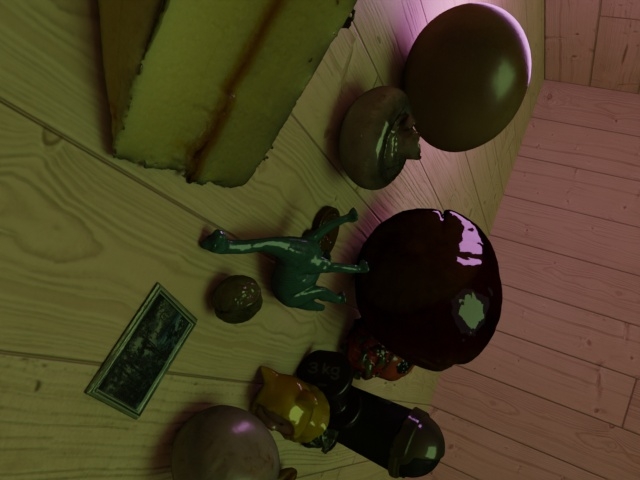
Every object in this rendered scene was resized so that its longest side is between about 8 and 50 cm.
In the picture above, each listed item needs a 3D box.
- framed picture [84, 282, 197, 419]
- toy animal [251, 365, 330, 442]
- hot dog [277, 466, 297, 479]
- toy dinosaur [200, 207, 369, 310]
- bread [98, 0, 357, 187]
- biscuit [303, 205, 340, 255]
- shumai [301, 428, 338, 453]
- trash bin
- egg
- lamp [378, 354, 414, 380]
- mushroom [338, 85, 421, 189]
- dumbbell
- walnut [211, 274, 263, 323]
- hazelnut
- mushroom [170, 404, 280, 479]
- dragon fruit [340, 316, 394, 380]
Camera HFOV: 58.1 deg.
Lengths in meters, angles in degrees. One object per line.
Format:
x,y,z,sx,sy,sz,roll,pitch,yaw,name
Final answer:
-0.262,0.172,0.876,0.183,0.011,0.142,-61,153,-23,framed picture
-0.057,0.368,1.266,0.156,0.156,0.229,-61,154,-23,toy animal
-0.129,0.624,1.380,0.250,0.068,0.100,-11,103,-65,hot dog
-0.090,0.075,1.112,0.331,0.129,0.383,-12,146,-27,toy dinosaur
-0.101,-0.222,0.714,0.346,0.242,0.404,-22,122,-55,bread
0.000,0.000,1.282,0.175,0.026,0.124,-53,148,-36,biscuit
0.003,0.524,1.561,0.099,0.087,0.123,-54,148,-31,shumai
0.208,0.585,1.731,0.214,0.334,0.214,-45,143,-48,trash bin
0.356,-0.392,1.427,0.301,0.301,0.373,-46,150,-44,egg
0.215,0.336,1.790,0.188,0.164,0.187,-23,131,-29,lamp
0.137,-0.216,1.244,0.226,0.178,0.226,20,90,-75,mushroom
0.027,0.381,1.455,0.225,0.141,0.123,76,24,-50,dumbbell
-0.143,0.101,0.990,0.092,0.092,0.092,-43,143,-46,walnut
0.267,0.124,1.500,0.402,0.403,0.429,74,3,-50,hazelnut
-0.177,0.396,1.033,0.207,0.209,0.206,9,73,-32,mushroom
0.133,0.310,1.634,0.166,0.160,0.171,-105,-142,-67,dragon fruit
